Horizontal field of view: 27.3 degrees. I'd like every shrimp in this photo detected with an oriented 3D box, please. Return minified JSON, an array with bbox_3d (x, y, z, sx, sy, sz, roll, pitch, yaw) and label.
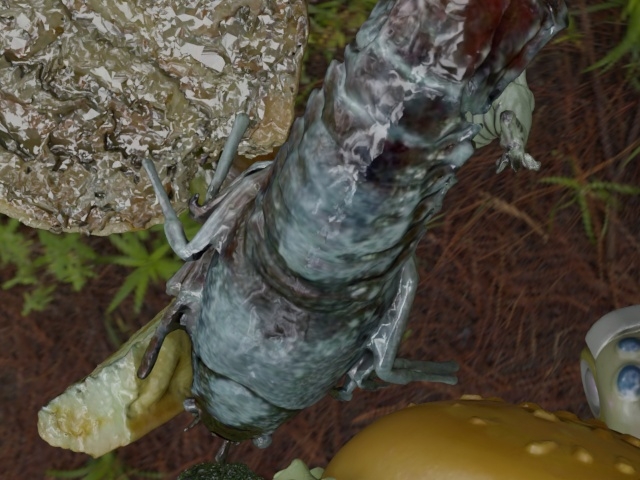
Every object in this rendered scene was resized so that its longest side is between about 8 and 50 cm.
[{"bbox_3d":[-0.003,0.004,0.731,0.221,0.166,0.410,32,150,2],"label":"shrimp"}]

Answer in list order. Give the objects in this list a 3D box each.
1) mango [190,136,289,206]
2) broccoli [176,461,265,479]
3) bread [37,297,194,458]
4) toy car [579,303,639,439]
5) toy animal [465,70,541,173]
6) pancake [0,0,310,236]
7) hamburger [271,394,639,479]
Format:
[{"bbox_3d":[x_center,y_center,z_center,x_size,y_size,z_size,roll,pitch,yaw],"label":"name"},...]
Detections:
[{"bbox_3d":[-0.044,-0.045,1.328,0.111,0.267,0.133,-16,54,39],"label":"mango"},{"bbox_3d":[-0.107,0.283,1.252,0.146,0.162,0.137,31,143,48],"label":"broccoli"},{"bbox_3d":[-0.087,0.064,0.914,0.088,0.232,0.128,47,135,-1],"label":"bread"},{"bbox_3d":[0.405,0.230,1.328,0.242,0.226,0.336,-13,121,-4],"label":"toy car"},{"bbox_3d":[0.197,-0.146,1.526,0.074,0.217,0.176,8,78,-18],"label":"toy animal"},{"bbox_3d":[-0.192,-0.180,1.102,0.382,0.071,0.382,0,104,2],"label":"pancake"},{"bbox_3d":[0.089,0.177,0.520,0.274,0.274,0.212,24,82,12],"label":"hamburger"}]
